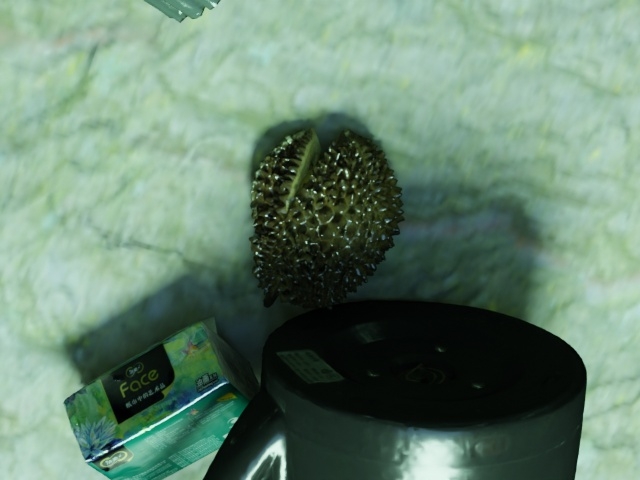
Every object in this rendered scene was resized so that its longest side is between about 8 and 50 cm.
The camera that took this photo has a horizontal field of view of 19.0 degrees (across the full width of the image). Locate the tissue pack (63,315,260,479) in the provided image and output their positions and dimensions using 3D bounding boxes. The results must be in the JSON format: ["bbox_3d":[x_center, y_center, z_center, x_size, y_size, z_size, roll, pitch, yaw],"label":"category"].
[{"bbox_3d":[-0.105,0.104,1.279,0.111,0.079,0.085,-30,150,7],"label":"tissue pack"}]

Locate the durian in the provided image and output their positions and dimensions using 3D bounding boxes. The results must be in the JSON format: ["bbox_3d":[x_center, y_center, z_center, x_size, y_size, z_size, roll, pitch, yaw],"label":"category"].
[{"bbox_3d":[-0.002,0.000,1.251,0.110,0.071,0.140,22,114,-17],"label":"durian"}]

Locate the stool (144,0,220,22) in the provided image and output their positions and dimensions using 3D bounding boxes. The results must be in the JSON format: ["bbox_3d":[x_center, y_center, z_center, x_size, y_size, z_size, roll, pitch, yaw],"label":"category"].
[{"bbox_3d":[-0.143,-0.315,0.959,0.330,0.297,0.297,26,107,-20],"label":"stool"}]

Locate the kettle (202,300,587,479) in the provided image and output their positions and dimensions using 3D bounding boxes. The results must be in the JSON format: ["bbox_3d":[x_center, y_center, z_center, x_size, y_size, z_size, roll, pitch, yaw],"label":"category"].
[{"bbox_3d":[0.028,0.206,1.255,0.268,0.207,0.290,-3,112,-20],"label":"kettle"}]
